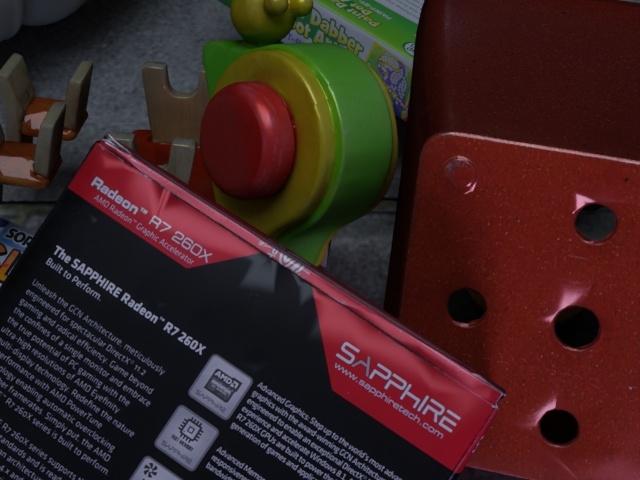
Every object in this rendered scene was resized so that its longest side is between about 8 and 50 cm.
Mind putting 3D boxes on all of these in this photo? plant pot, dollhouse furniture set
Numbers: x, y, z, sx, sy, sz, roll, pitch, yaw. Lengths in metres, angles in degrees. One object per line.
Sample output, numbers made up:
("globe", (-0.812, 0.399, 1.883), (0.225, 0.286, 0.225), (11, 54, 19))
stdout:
("plant pot", (0.156, 0.010, 0.735), (0.267, 0.267, 0.236), (10, 21, 12))
("dollhouse furniture set", (-0.119, -0.016, 0.903), (0.262, 0.135, 0.259), (6, 32, 2))

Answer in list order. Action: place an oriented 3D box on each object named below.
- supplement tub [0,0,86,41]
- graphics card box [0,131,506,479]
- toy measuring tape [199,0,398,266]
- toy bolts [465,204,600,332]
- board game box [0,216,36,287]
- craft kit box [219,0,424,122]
("supplement tub", (-0.232, -0.334, 1.089), (0.235, 0.235, 0.325), (32, 63, 24))
("graphics card box", (-0.106, 0.166, 0.617), (0.233, 0.094, 0.371), (32, 88, 8))
("toy measuring tape", (0.000, 0.000, 0.758), (0.121, 0.121, 0.330), (-10, 89, -2))
("toy bolts", (0.214, -0.042, 0.887), (0.228, 0.158, 0.218), (18, 57, 17))
("board game box", (-0.194, 0.075, 0.911), (0.201, 0.035, 0.136), (23, 59, 19))
("craft kit box", (0.069, -0.206, 1.034), (0.250, 0.061, 0.247), (37, 41, 27))
